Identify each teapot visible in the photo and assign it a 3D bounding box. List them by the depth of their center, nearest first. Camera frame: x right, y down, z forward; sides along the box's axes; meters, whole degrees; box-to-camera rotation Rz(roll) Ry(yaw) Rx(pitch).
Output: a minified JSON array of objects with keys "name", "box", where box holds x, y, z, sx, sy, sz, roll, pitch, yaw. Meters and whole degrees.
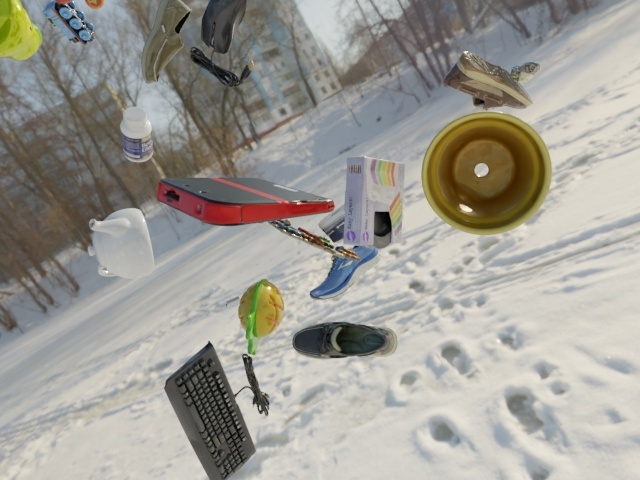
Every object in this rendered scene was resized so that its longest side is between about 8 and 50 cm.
[{"name":"teapot","box":[-0.668,0.021,1.694,0.187,0.256,0.252,-14,18,-23]}]

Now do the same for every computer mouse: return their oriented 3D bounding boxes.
[{"name":"computer mouse","box":[-0.247,-0.530,1.355,0.262,0.184,0.060,-49,3,39]}]

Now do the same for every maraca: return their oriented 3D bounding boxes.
[{"name":"maraca","box":[-0.133,0.163,1.111,0.099,0.127,0.186,0,33,10]}]

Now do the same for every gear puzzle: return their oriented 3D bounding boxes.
[{"name":"gear puzzle","box":[0.000,0.000,1.684,0.044,0.338,0.175,-65,25,3]}]

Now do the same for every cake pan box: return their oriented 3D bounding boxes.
[{"name":"cake pan box","box":[0.164,-0.110,1.535,0.070,0.267,0.245,6,4,39]}]

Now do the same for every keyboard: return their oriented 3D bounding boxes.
[{"name":"keyboard","box":[-0.182,0.332,1.025,0.033,0.317,0.201,14,41,36]}]

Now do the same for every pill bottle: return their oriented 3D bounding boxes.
[{"name":"pill bottle","box":[-0.587,-0.339,1.634,0.094,0.094,0.169,-35,-20,-32]}]

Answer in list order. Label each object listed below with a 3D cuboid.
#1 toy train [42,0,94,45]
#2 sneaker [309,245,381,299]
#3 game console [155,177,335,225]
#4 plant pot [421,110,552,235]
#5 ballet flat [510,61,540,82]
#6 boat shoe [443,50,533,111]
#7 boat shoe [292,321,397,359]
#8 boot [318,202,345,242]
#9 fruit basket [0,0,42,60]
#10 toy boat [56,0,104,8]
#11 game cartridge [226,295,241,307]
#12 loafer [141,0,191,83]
[{"name":"toy train","box":[-0.930,-0.810,1.902,0.105,0.184,0.080,-13,55,16]},{"name":"sneaker","box":[0.074,0.104,1.952,0.330,0.147,0.130,-40,6,-22]},{"name":"game console","box":[-0.206,-0.108,1.323,0.342,0.060,0.386,-5,18,-39]},{"name":"plant pot","box":[0.363,-0.153,1.140,0.254,0.254,0.239,-26,2,19]},{"name":"ballet flat","box":[0.451,-0.368,1.129,0.041,0.041,0.114,-28,13,7]},{"name":"boat shoe","box":[0.528,-0.475,1.615,0.342,0.123,0.123,9,-40,-35]},{"name":"boat shoe","box":[0.039,0.198,1.029,0.223,0.080,0.073,-3,-20,22]},{"name":"boot","box":[0.087,-0.068,1.639,0.190,0.086,0.069,-31,17,34]},{"name":"fruit basket","box":[-0.854,-0.576,1.261,0.283,0.392,0.392,-32,5,40]},{"name":"toy boat","box":[-0.768,-0.819,1.653,0.151,0.151,0.231,-29,32,23]},{"name":"game cartridge","box":[-0.312,0.220,1.840,0.056,0.017,0.083,-19,-13,-17]},{"name":"loafer","box":[-0.423,-0.546,1.404,0.094,0.087,0.251,-132,61,-77]}]
